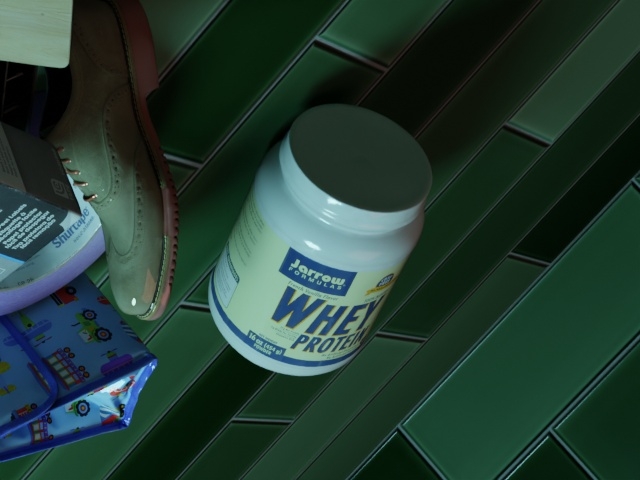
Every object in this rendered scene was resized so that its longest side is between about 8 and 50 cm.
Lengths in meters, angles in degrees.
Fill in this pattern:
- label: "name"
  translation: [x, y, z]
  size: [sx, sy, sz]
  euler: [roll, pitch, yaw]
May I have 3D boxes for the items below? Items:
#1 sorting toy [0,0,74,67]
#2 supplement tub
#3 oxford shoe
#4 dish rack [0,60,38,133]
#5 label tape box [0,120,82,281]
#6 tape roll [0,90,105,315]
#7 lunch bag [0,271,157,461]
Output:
- label: "sorting toy"
  translation: [-0.330, -0.268, 1.594]
  size: [0.257, 0.089, 0.255]
  euler: [8, 150, -6]
- label: "supplement tub"
  translation: [0.000, 0.000, 2.538]
  size: [0.235, 0.235, 0.325]
  euler: [-22, 150, -39]
- label: "oxford shoe"
  translation: [-0.235, -0.083, 1.981]
  size: [0.130, 0.348, 0.123]
  euler: [-9, 178, -31]
- label: "dish rack"
  translation: [-0.412, -0.130, 1.864]
  size: [0.271, 0.074, 0.208]
  euler: [-27, 152, -30]
- label: "label tape box"
  translation: [-0.431, -0.037, 1.800]
  size: [0.240, 0.106, 0.333]
  euler: [-37, 147, 20]
- label: "tape roll"
  translation: [-0.333, -0.039, 2.130]
  size: [0.275, 0.090, 0.275]
  euler: [-34, 155, -18]
- label: "lunch bag"
  translation: [-0.380, 0.147, 2.213]
  size: [0.293, 0.221, 0.138]
  euler: [-21, 149, -41]
